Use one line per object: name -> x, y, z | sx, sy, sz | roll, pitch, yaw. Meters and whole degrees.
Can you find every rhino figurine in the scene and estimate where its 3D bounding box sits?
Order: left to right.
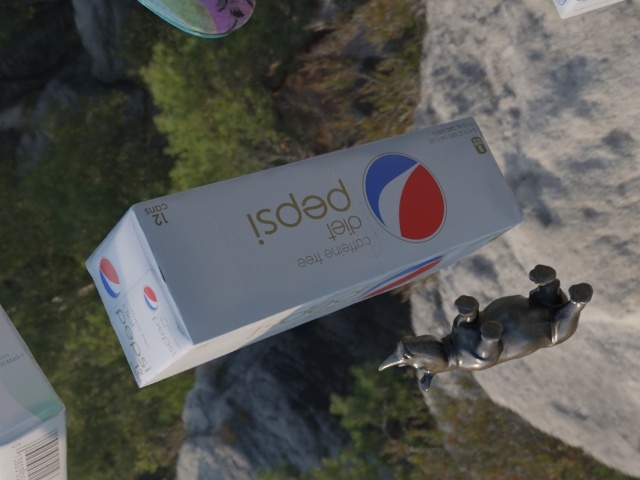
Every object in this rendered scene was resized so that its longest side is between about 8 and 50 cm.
rhino figurine -> 0.180, 0.106, 1.020 | 0.106, 0.243, 0.073 | 71, 179, -59

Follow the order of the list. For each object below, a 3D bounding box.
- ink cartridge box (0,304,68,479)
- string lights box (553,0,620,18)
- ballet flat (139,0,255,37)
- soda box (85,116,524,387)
ink cartridge box -> -0.235, 0.076, 0.590 | 0.224, 0.056, 0.181 | 52, 149, 24
string lights box -> 0.256, -0.259, 0.633 | 0.259, 0.133, 0.076 | 117, 133, -78
ballet flat -> -0.110, -0.205, 0.483 | 0.221, 0.077, 0.079 | 51, 145, 13
soda box -> 0.000, 0.000, 0.465 | 0.074, 0.216, 0.069 | -38, 75, 53
